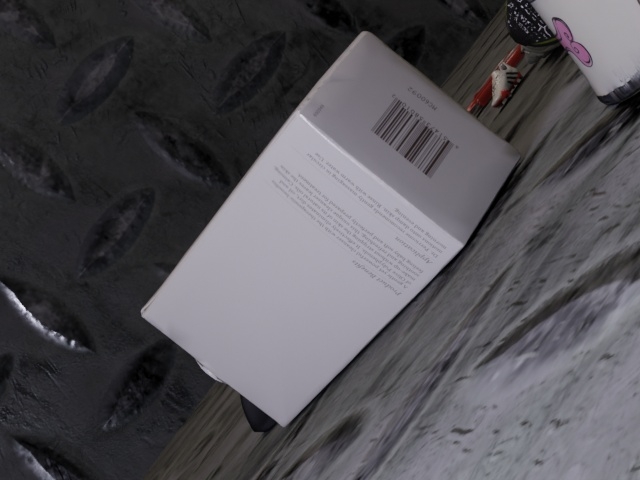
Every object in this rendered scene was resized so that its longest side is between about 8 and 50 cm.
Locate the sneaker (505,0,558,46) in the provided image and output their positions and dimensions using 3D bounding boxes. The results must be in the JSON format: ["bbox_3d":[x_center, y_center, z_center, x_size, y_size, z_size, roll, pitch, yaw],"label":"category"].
[{"bbox_3d":[0.315,-0.327,1.841,0.300,0.111,0.121,-49,-12,-14],"label":"sneaker"}]

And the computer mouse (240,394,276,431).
[{"bbox_3d":[-0.021,0.103,1.848,0.272,0.072,0.188,-53,4,-36],"label":"computer mouse"}]

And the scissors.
[{"bbox_3d":[0.215,-0.178,2.280,0.297,0.021,0.109,-54,6,-28],"label":"scissors"}]

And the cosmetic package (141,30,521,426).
[{"bbox_3d":[0.000,0.000,1.553,0.365,0.197,0.155,-47,5,47],"label":"cosmetic package"}]

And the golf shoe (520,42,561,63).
[{"bbox_3d":[0.266,-0.241,1.920,0.176,0.069,0.086,-50,-20,-60],"label":"golf shoe"}]

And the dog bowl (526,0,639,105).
[{"bbox_3d":[0.288,-0.303,1.195,0.408,0.150,0.408,-51,2,3],"label":"dog bowl"}]

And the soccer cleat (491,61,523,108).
[{"bbox_3d":[0.228,-0.196,2.037,0.029,0.036,0.083,-49,3,45],"label":"soccer cleat"}]
